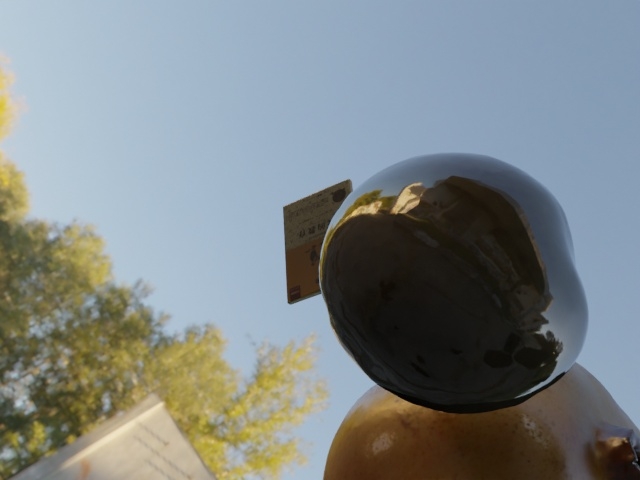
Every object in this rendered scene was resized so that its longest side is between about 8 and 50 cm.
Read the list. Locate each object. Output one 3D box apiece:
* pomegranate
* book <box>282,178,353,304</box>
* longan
[{"bbox_3d":[0.214,0.302,0.982,0.416,0.416,0.417,35,-40,36],"label":"pomegranate"},{"bbox_3d":[0.000,0.000,1.210,0.118,0.172,0.012,-22,-38,23],"label":"book"},{"bbox_3d":[0.122,0.035,0.747,0.248,0.248,0.248,35,-40,36],"label":"longan"}]
